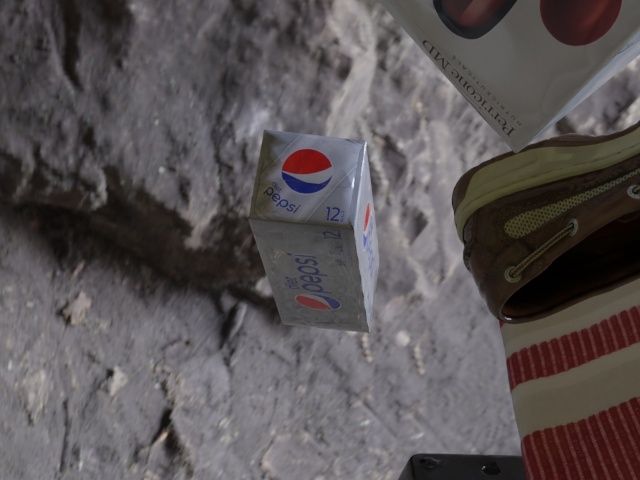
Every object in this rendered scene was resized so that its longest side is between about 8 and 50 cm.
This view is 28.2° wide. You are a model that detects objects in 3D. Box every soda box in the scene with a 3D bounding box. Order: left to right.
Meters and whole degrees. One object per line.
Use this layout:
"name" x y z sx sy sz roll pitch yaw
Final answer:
"soda box" 0.000 0.000 1.233 0.098 0.286 0.091 6 68 8

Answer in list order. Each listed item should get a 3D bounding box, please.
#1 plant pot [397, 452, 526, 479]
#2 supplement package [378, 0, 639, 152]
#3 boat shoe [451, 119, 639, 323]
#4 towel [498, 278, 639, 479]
"plant pot" 0.129 0.270 0.996 0.188 0.167 0.187 1 24 -2
"supplement package" 0.103 -0.183 0.531 0.149 0.203 0.194 -39 83 -24
"boat shoe" 0.196 -0.021 0.658 0.095 0.257 0.095 40 35 -46
"towel" 0.239 0.064 0.896 0.037 0.237 0.329 51 23 -33
